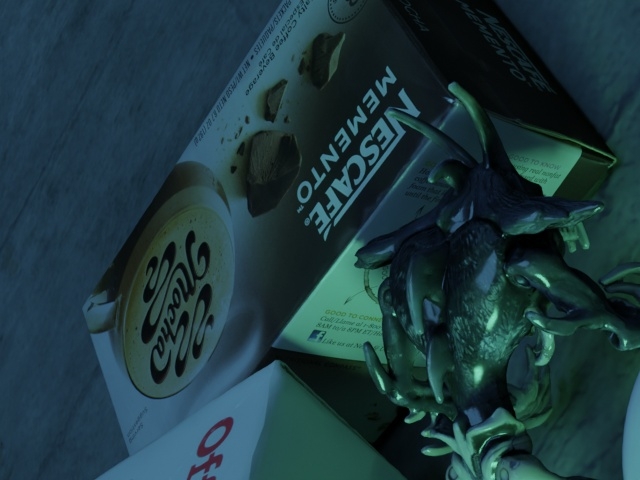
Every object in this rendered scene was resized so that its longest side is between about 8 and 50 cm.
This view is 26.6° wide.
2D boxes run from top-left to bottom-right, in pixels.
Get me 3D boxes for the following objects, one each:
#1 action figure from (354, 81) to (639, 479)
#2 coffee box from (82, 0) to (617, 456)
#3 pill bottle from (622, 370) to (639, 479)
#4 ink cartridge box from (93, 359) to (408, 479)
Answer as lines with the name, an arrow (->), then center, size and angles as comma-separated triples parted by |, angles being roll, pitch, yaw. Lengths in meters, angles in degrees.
action figure -> 0.101, 0.070, 0.602 | 0.164, 0.141, 0.276 | -13, 84, 51
coffee box -> 0.000, 0.000, 0.761 | 0.297, 0.119, 0.168 | -53, 42, 26
pill bottle -> 0.196, 0.076, 0.431 | 0.108, 0.193, 0.108 | -21, 63, 47
ink cartridge box -> -0.123, 0.271, 0.657 | 0.384, 0.160, 0.279 | -35, 22, 26
